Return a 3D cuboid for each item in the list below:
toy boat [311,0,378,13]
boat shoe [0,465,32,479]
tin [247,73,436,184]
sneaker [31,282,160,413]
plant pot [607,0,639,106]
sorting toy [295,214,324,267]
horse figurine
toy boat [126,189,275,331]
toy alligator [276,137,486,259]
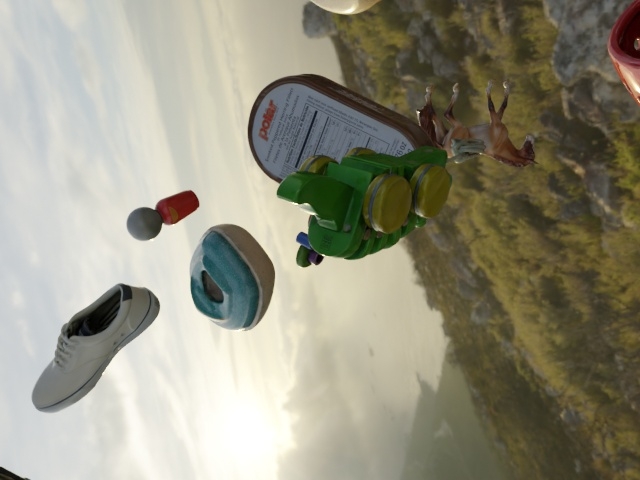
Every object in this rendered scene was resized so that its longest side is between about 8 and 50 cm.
[{"bbox_3d":[0.014,-0.394,0.771,0.231,0.151,0.151,48,172,-8],"label":"toy boat"},{"bbox_3d":[-0.404,0.385,0.858,0.302,0.091,0.114,48,-151,-36],"label":"boat shoe"},{"bbox_3d":[0.017,-0.081,0.582,0.040,0.189,0.106,-22,-42,-64],"label":"tin"},{"bbox_3d":[-0.370,0.159,0.996,0.094,0.258,0.091,43,-179,37],"label":"sneaker"},{"bbox_3d":[0.446,-0.195,0.709,0.174,0.191,0.191,44,-170,-28],"label":"plant pot"},{"bbox_3d":[0.000,0.000,0.877,0.042,0.061,0.102,27,115,26],"label":"sorting toy"},{"bbox_3d":[0.294,-0.219,1.243,0.066,0.263,0.174,-161,64,-69],"label":"horse figurine"},{"bbox_3d":[-0.227,0.041,1.216,0.318,0.148,0.267,48,147,16],"label":"toy boat"},{"bbox_3d":[0.044,-0.023,0.362,0.056,0.189,0.051,20,114,35],"label":"toy alligator"}]
